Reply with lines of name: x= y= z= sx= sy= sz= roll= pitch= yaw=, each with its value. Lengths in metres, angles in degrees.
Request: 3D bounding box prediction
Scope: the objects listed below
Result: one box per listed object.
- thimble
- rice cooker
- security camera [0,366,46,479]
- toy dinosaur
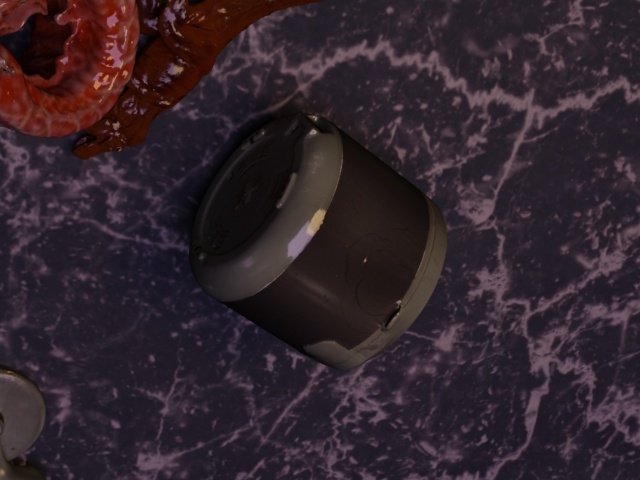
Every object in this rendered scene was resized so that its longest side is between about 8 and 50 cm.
thimble: x=-0.320 y=-0.235 z=1.257 sx=0.239 sy=0.162 sz=0.239 roll=-34 pitch=136 yaw=-41
rice cooker: x=0.001 y=0.002 z=1.485 sx=0.277 sy=0.288 sz=0.288 roll=33 pitch=100 yaw=-31
security camera: x=-0.451 y=0.316 z=1.578 sx=0.157 sy=0.080 sz=0.302 roll=-7 pitch=113 yaw=-17
toy dinosaur: x=-0.160 y=-0.266 z=1.396 sx=0.432 sy=0.097 sz=0.208 roll=-36 pitch=131 yaw=1
